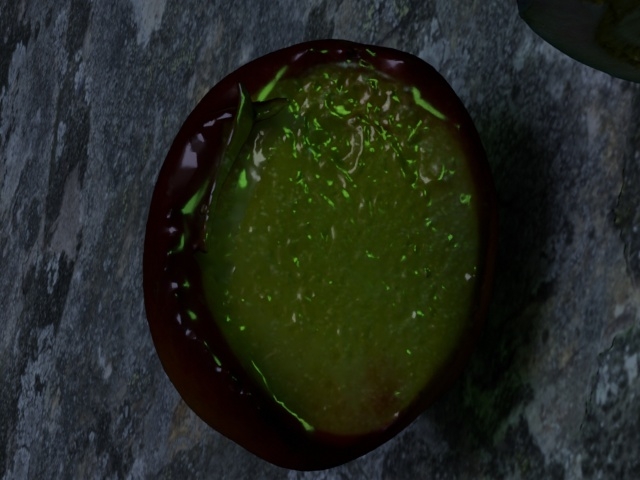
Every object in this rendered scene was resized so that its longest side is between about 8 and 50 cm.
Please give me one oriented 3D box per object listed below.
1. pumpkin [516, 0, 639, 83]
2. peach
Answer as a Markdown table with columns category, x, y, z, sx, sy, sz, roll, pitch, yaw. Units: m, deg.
| category | x | y | z | sx | sy | sz | roll | pitch | yaw |
| --- | --- | --- | --- | --- | --- | --- | --- | --- | --- |
| pumpkin | 0.285 | -0.255 | 1.268 | 0.293 | 0.263 | 0.196 | -21 | 59 | 56 |
| peach | -0.003 | 0.015 | 1.651 | 0.310 | 0.335 | 0.405 | 160 | 114 | -82 |
